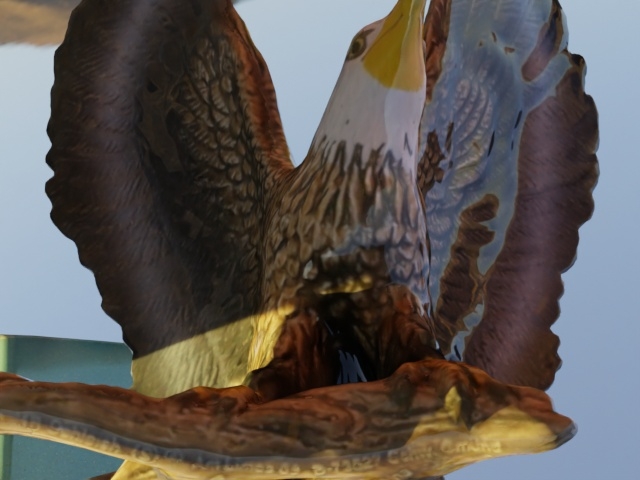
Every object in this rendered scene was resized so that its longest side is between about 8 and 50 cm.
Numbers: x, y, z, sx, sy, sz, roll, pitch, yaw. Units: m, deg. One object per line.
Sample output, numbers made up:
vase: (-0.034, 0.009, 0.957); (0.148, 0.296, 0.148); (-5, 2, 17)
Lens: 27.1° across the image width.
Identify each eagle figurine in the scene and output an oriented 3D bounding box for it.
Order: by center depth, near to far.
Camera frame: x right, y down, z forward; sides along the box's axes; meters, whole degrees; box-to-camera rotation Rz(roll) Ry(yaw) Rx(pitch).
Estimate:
eagle figurine: (0.006, -0.008, 0.512); (0.225, 0.226, 0.298); (-41, -156, 20)

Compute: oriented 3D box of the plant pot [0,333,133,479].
plant pot: (-0.162, 0.181, 0.813); (0.165, 0.234, 0.165); (10, 169, -38)
